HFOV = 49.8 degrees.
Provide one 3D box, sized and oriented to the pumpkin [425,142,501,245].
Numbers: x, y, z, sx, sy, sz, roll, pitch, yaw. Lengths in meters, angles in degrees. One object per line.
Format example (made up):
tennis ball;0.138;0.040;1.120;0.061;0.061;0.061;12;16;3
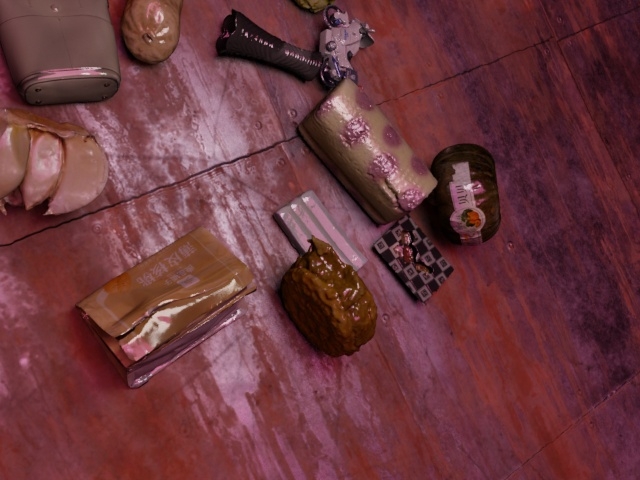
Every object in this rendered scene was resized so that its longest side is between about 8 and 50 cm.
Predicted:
pumpkin;0.349;-0.115;1.723;0.189;0.260;0.260;-4;79;15

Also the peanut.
peanut;-0.364;-0.499;1.503;0.129;0.129;0.224;9;74;-24

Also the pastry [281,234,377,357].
pastry;0.016;0.138;1.496;0.240;0.235;0.132;42;67;10

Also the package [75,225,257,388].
package;-0.294;0.127;1.389;0.311;0.165;0.221;-33;95;-28

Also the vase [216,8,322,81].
vase;-0.116;-0.451;1.629;0.237;0.115;0.115;17;73;-27

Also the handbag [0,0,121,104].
handbag;-0.550;-0.438;1.444;0.241;0.109;0.315;-10;71;-28

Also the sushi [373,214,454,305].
sushi;0.231;0.050;1.730;0.139;0.031;0.201;-42;95;-26

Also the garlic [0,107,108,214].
garlic;-0.570;-0.147;1.316;0.281;0.185;0.203;8;102;-44

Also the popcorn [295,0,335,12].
popcorn;-0.011;-0.640;1.698;0.141;0.162;0.135;-48;141;10

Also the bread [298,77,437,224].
bread;0.112;-0.208;1.639;0.338;0.187;0.155;47;68;-8

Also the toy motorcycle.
toy motorcycle;0.064;-0.467;1.715;0.150;0.102;0.221;9;81;-34

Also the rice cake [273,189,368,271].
rice cake;0.000;0.000;1.621;0.127;0.043;0.237;-40;97;-27
